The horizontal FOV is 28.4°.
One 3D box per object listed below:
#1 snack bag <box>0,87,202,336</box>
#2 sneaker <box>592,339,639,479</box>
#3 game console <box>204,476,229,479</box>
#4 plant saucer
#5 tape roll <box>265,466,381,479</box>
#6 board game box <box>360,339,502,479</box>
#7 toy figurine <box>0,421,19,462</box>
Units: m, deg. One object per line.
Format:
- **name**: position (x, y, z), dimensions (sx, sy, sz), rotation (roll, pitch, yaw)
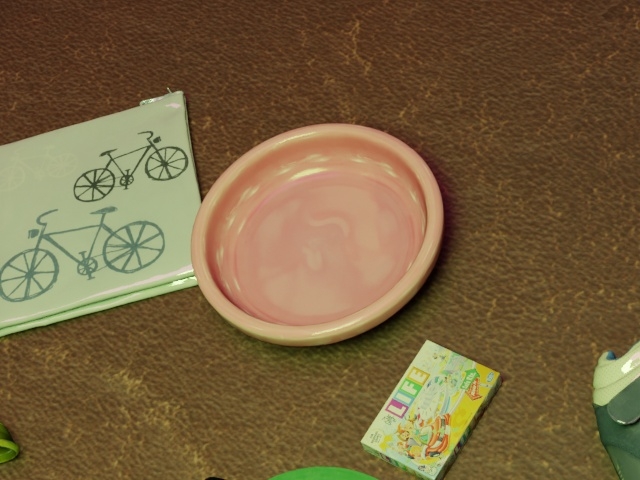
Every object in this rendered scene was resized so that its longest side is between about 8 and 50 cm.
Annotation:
- **snack bag**: position (-0.324, -0.044, 1.791), dimensions (0.323, 0.037, 0.342), rotation (-16, 54, 4)
- **sneaker**: position (0.458, 0.161, 1.371), dimensions (0.323, 0.130, 0.236), rotation (-17, 58, 11)
- **game console**: position (-0.100, 0.344, 1.478), dimensions (0.122, 0.071, 0.107), rotation (9, 30, 20)
- **plant saucer**: position (0.000, 0.000, 1.640), dimensions (0.332, 0.084, 0.332), rotation (-8, 55, 11)
- **tape roll**: position (0.005, 0.403, 1.320), dimensions (0.321, 0.077, 0.321), rotation (-10, 65, 21)
- **board game box**: position (0.132, 0.204, 1.499), dimensions (0.103, 0.026, 0.154), rotation (23, 66, 28)
- **toy figurine**: position (-0.572, 0.191, 1.616), dimensions (0.362, 0.191, 0.217), rotation (-12, 50, 6)
